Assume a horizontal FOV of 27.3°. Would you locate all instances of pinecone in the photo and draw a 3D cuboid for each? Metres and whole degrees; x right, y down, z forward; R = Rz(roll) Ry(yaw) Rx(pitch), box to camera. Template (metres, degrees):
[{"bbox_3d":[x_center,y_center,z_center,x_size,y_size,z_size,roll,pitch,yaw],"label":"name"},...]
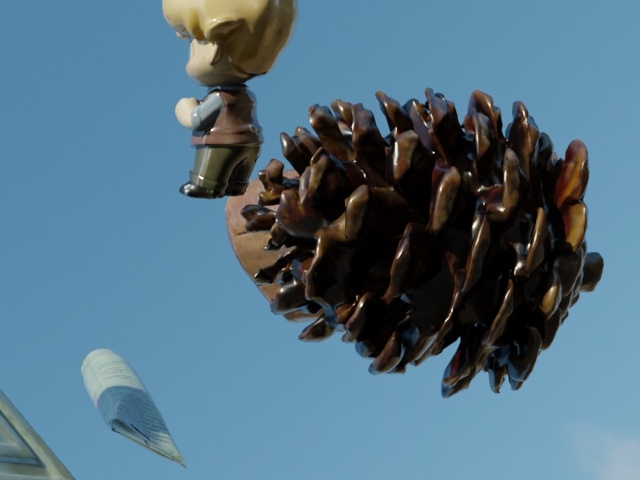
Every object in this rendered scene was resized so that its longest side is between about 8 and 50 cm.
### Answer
[{"bbox_3d":[0.082,-0.004,0.966,0.272,0.224,0.224,18,-59,-10],"label":"pinecone"}]

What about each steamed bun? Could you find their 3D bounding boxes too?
[{"bbox_3d":[0.000,0.000,1.343,0.145,0.106,0.175,-15,-62,30],"label":"steamed bun"}]

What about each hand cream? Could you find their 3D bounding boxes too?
[{"bbox_3d":[-0.205,0.168,1.392,0.085,0.331,0.058,35,-95,-19],"label":"hand cream"}]

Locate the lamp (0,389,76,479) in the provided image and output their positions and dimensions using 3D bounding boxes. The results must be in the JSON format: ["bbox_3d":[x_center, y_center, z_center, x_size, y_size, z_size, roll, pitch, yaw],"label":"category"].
[{"bbox_3d":[-0.288,0.079,0.795,0.047,0.269,0.266,-48,-23,4],"label":"lamp"}]

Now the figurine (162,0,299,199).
[{"bbox_3d":[-0.078,-0.134,1.074,0.114,0.108,0.196,-9,-68,-51],"label":"figurine"}]
